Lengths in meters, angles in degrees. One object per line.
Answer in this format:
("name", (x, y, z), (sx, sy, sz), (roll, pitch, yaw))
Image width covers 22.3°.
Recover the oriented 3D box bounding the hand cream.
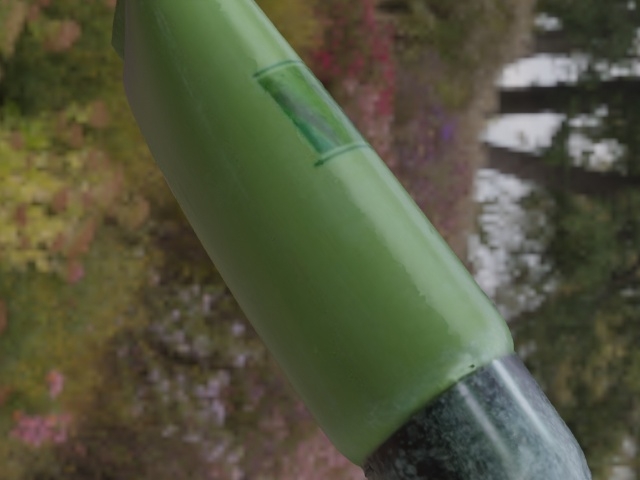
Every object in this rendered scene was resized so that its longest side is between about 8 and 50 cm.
("hand cream", (0.000, 0.000, 0.379), (0.175, 0.046, 0.095), (56, -15, 13))
